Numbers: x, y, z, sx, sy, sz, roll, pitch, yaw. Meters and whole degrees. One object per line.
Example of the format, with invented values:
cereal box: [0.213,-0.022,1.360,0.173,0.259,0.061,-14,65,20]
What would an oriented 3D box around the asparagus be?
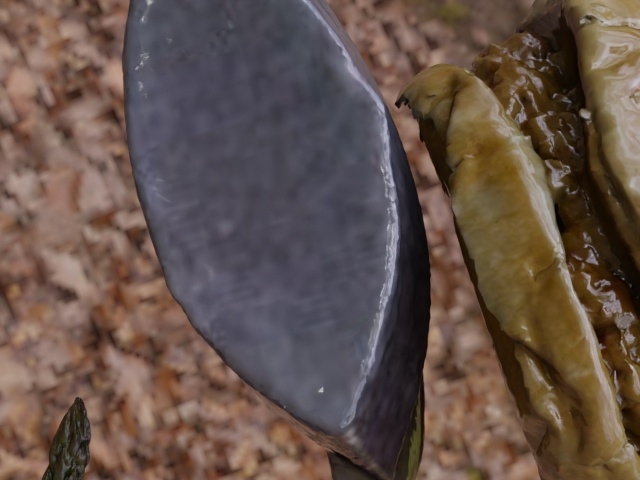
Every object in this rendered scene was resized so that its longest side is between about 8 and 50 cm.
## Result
asparagus: [-0.145,0.184,0.873,0.023,0.022,0.233,50,56,-76]

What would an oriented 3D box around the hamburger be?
hamburger: [0.140,0.030,0.852,0.283,0.144,0.259,69,1,-63]

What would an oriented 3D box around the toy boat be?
toy boat: [-0.001,0.005,0.862,0.293,0.111,0.276,61,11,-59]
